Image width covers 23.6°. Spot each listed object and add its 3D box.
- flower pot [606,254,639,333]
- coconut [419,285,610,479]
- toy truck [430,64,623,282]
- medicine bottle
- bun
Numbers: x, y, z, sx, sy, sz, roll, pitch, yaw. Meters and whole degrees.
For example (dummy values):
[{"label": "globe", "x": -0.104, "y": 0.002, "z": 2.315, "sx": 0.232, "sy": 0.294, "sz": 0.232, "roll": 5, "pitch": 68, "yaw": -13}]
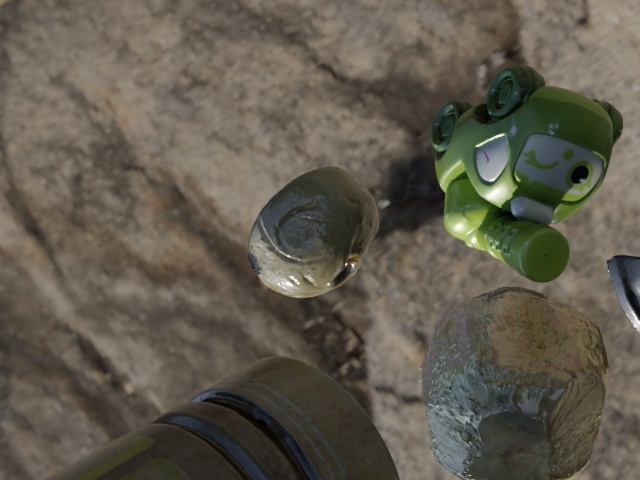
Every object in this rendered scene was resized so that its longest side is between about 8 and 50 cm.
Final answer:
[{"label": "flower pot", "x": 0.596, "y": -0.010, "z": 1.993, "sx": 0.251, "sy": 0.379, "sz": 0.379, "roll": 9, "pitch": 124, "yaw": 58}, {"label": "coconut", "x": 0.180, "y": 0.134, "z": 1.426, "sx": 0.194, "sy": 0.194, "sz": 0.194, "roll": 24, "pitch": 131, "yaw": 31}, {"label": "toy truck", "x": 0.195, "y": -0.057, "z": 1.537, "sx": 0.187, "sy": 0.148, "sz": 0.210, "roll": -4, "pitch": 70, "yaw": 61}, {"label": "medicine bottle", "x": -0.113, "y": 0.197, "z": 0.863, "sx": 0.151, "sy": 0.322, "sz": 0.151, "roll": 25, "pitch": 128, "yaw": 37}, {"label": "bun", "x": 0.000, "y": 0.000, "z": 1.902, "sx": 0.113, "sy": 0.167, "sz": 0.173, "roll": 44, "pitch": 109, "yaw": 27}]
